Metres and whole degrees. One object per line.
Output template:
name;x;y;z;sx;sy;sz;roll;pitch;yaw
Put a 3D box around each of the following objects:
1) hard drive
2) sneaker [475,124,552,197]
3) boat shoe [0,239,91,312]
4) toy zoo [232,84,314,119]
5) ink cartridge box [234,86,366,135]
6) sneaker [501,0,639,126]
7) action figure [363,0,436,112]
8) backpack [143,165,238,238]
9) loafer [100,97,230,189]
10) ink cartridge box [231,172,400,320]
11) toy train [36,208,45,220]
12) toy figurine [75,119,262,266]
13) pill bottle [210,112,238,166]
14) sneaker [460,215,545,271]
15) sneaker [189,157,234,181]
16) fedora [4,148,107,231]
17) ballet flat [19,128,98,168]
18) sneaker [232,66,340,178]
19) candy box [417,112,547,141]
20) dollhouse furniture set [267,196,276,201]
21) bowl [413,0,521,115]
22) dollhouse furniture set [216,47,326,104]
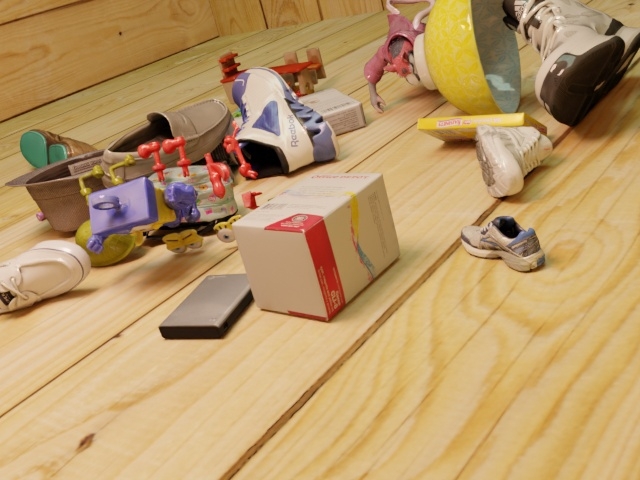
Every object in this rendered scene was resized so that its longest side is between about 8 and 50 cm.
hard drive;-0.143;0.086;0.995;0.094;0.022;0.135;-4;25;25
sneaker;0.306;-0.138;1.150;0.115;0.090;0.232;-7;25;10
boat shoe;-0.483;0.075;1.167;0.258;0.095;0.084;-19;25;19
toy zoo;-0.127;-0.382;2.050;0.192;0.030;0.293;-8;24;16
ink cartridge box;-0.058;-0.277;1.731;0.275;0.060;0.239;-19;22;-7
sneaker;0.415;-0.357;1.352;0.257;0.169;0.447;34;35;18
action figure;0.227;-0.434;1.674;0.248;0.276;0.370;0;13;20
backpack;-0.240;-0.074;1.308;0.181;0.115;0.152;-2;23;22
loafer;-0.288;-0.200;1.420;0.112;0.112;0.319;28;48;20
ink cartridge box;0.000;0.000;0.968;0.128;0.127;0.176;5;30;40
toy train;-0.570;-0.094;1.646;0.166;0.046;0.125;-10;24;14
toy figurine;-0.300;-0.069;1.141;0.362;0.191;0.217;-12;-4;22
pill bottle;-0.307;-0.203;1.623;0.245;0.131;0.130;-11;23;8
sneaker;0.228;-0.008;0.935;0.052;0.058;0.135;-26;25;-25
sneaker;-0.281;-0.152;1.520;0.118;0.083;0.222;-23;50;-36
fedora;-0.482;-0.096;1.496;0.243;0.124;0.275;-5;20;20
ballet flat;-0.700;-0.242;2.009;0.124;0.116;0.342;-8;14;-41
sneaker;-0.123;-0.233;1.514;0.182;0.128;0.315;-31;50;-20
candy box;0.287;-0.200;1.316;0.205;0.027;0.105;4;-2;39
dollhouse furniture set;-0.005;-0.061;1.200;0.151;0.059;0.076;-19;23;-8
bowl;0.278;-0.372;1.461;0.156;0.290;0.289;-8;23;32
dollhouse furniture set;-0.147;-0.461;2.027;0.259;0.135;0.262;-1;26;29
